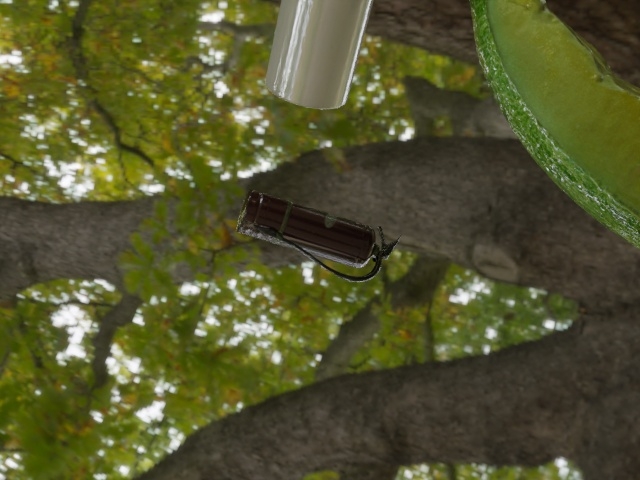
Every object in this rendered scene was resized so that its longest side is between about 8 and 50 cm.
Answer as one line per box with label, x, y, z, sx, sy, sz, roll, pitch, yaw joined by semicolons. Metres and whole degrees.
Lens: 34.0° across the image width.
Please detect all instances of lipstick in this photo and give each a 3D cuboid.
lipstick;0.021;-0.286;0.966;0.087;0.087;0.327;-17;-47;-42

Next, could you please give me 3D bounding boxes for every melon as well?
melon;0.227;-0.118;0.918;0.124;0.323;0.196;-49;-9;18

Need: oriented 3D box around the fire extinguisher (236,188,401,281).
fire extinguisher;0.000;0.000;0.989;0.157;0.045;0.078;18;-132;-9
